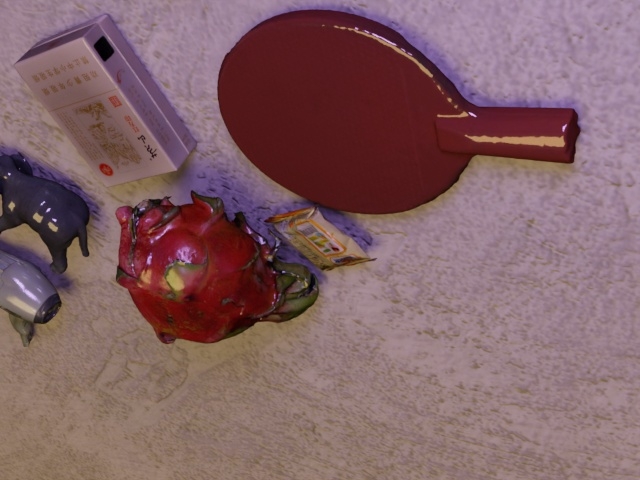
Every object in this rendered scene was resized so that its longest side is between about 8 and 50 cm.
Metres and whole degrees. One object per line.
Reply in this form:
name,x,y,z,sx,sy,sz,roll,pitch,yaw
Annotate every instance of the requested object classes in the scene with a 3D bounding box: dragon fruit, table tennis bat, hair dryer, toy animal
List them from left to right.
hair dryer,-0.555,0.074,1.573,0.229,0.092,0.267,45,147,-7
toy animal,-0.444,-0.062,1.356,0.269,0.082,0.137,36,136,-3
dragon fruit,-0.132,0.027,1.210,0.198,0.269,0.200,18,117,62
table tennis bat,0.069,-0.128,1.019,0.414,0.051,0.268,7,136,26

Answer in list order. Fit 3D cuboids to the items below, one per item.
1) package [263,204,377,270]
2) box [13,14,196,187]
package,-0.002,-0.001,1.187,0.120,0.031,0.108,41,153,-22
box,-0.266,-0.168,1.160,0.141,0.058,0.201,-10,125,37
